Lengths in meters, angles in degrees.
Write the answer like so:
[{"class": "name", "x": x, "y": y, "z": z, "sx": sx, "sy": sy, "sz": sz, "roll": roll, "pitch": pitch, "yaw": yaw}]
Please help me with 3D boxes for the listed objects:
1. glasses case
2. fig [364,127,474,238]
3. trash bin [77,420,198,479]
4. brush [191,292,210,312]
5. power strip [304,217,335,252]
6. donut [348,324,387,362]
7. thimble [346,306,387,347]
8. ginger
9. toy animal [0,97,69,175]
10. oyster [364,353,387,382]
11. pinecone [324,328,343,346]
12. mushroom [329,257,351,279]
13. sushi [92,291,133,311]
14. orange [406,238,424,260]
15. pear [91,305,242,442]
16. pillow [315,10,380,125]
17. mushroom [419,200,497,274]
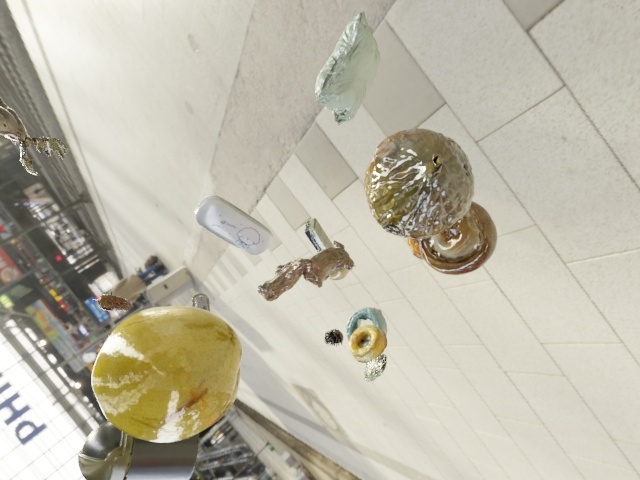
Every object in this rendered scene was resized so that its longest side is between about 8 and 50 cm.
[{"class": "glasses case", "x": -0.190, "y": -0.031, "z": 0.948, "sx": 0.197, "sy": 0.076, "sz": 0.049, "roll": 36, "pitch": -169, "yaw": -38}, {"class": "fig", "x": 0.240, "y": -0.137, "z": 1.009, "sx": 0.286, "sy": 0.286, "sz": 0.368, "roll": 52, "pitch": -173, "yaw": 1}, {"class": "trash bin", "x": -0.570, "y": 0.659, "z": 1.329, "sx": 0.333, "sy": 0.214, "sz": 0.214, "roll": 14, "pitch": 171, "yaw": -28}, {"class": "brush", "x": -0.457, "y": 0.359, "z": 1.652, "sx": 0.065, "sy": 0.069, "sz": 0.328, "roll": 126, "pitch": 137, "yaw": -62}, {"class": "power strip", "x": 0.000, "y": 0.000, "z": 2.228, "sx": 0.257, "sy": 0.070, "sz": 0.105, "roll": 55, "pitch": -158, "yaw": -32}, {"class": "donut", "x": 0.174, "y": 0.384, "z": 1.603, "sx": 0.152, "sy": 0.152, "sz": 0.058, "roll": 20, "pitch": 156, "yaw": 49}, {"class": "thimble", "x": 0.247, "y": 0.455, "z": 2.213, "sx": 0.198, "sy": 0.235, "sz": 0.143, "roll": 21, "pitch": -176, "yaw": 26}, {"class": "ginger", "x": -0.045, "y": 0.096, "z": 1.233, "sx": 0.084, "sy": 0.290, "sz": 0.122, "roll": 91, "pitch": 155, "yaw": -69}, {"class": "toy animal", "x": -0.647, "y": -0.228, "z": 0.881, "sx": 0.186, "sy": 0.094, "sz": 0.214, "roll": 46, "pitch": 177, "yaw": -9}, {"class": "oyster", "x": 0.246, "y": 0.565, "z": 1.888, "sx": 0.064, "sy": 0.125, "sz": 0.177, "roll": 25, "pitch": 150, "yaw": -13}, {"class": "pinecone", "x": 0.055, "y": 0.402, "z": 1.749, "sx": 0.077, "sy": 0.083, "sz": 0.077, "roll": -14, "pitch": -90, "yaw": -87}, {"class": "mushroom", "x": 0.079, "y": 0.114, "z": 1.892, "sx": 0.112, "sy": 0.148, "sz": 0.148, "roll": 26, "pitch": 155, "yaw": -4}, {"class": "sushi", "x": -0.669, "y": 0.203, "z": 1.367, "sx": 0.118, "sy": 0.062, "sz": 0.060, "roll": 28, "pitch": 155, "yaw": -14}, {"class": "orange", "x": 0.489, "y": -0.018, "z": 1.847, "sx": 0.234, "sy": 0.234, "sz": 0.182, "roll": 84, "pitch": -179, "yaw": -49}, {"class": "pear", "x": -0.334, "y": 0.294, "z": 0.959, "sx": 0.314, "sy": 0.314, "sz": 0.314, "roll": 39, "pitch": 152, "yaw": 25}, {"class": "pillow", "x": 0.093, "y": -0.555, "z": 1.410, "sx": 0.138, "sy": 0.310, "sz": 0.283, "roll": 29, "pitch": -177, "yaw": 16}, {"class": "mushroom", "x": 0.445, "y": -0.009, "z": 1.381, "sx": 0.253, "sy": 0.253, "sz": 0.153, "roll": 38, "pitch": -168, "yaw": 29}]
